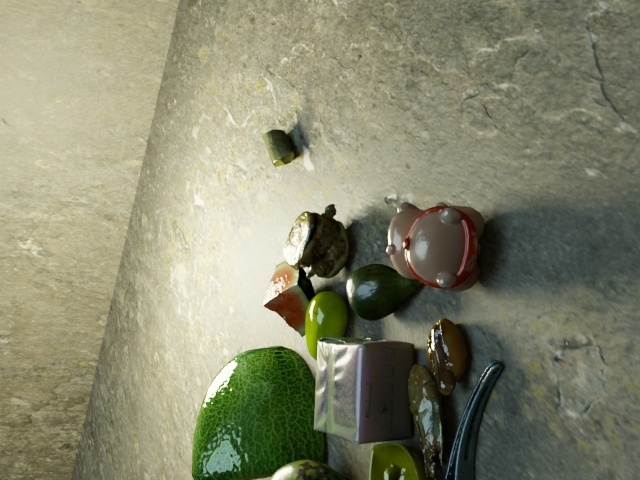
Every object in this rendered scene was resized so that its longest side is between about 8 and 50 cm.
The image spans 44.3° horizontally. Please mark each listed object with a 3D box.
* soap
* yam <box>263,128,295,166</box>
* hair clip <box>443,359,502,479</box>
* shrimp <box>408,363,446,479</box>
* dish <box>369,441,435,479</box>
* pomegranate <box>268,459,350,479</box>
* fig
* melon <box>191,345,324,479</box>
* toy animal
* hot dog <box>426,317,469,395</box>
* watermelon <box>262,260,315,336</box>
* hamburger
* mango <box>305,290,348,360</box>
[{"bbox_3d":[0.087,0.298,1.592,0.182,0.139,0.199,-8,78,62],"label":"soap"},{"bbox_3d":[-0.111,-0.248,2.139,0.069,0.070,0.146,-60,37,35],"label":"yam"},{"bbox_3d":[0.261,0.335,1.370,0.083,0.048,0.275,24,104,64],"label":"hair clip"},{"bbox_3d":[0.199,0.337,1.465,0.115,0.051,0.217,104,160,-63],"label":"shrimp"},{"bbox_3d":[0.167,0.465,1.476,0.148,0.080,0.207,-64,33,24],"label":"dish"},{"bbox_3d":[-0.018,0.588,1.634,0.271,0.254,0.254,-2,82,49],"label":"pomegranate"},{"bbox_3d":[0.131,0.099,1.605,0.178,0.117,0.117,-18,68,47],"label":"fig"},{"bbox_3d":[-0.148,0.418,1.936,0.331,0.226,0.343,-17,63,16],"label":"melon"},{"bbox_3d":[0.212,0.008,1.426,0.198,0.172,0.171,-167,85,-69],"label":"toy animal"},{"bbox_3d":[0.228,0.213,1.440,0.090,0.060,0.140,151,117,-61],"label":"hot dog"},{"bbox_3d":[-0.053,0.143,1.922,0.137,0.145,0.193,-49,19,-1],"label":"watermelon"},{"bbox_3d":[0.000,0.000,1.833,0.184,0.131,0.159,-70,23,9],"label":"hamburger"},{"bbox_3d":[0.007,0.194,1.807,0.117,0.089,0.163,48,126,54],"label":"mango"}]
